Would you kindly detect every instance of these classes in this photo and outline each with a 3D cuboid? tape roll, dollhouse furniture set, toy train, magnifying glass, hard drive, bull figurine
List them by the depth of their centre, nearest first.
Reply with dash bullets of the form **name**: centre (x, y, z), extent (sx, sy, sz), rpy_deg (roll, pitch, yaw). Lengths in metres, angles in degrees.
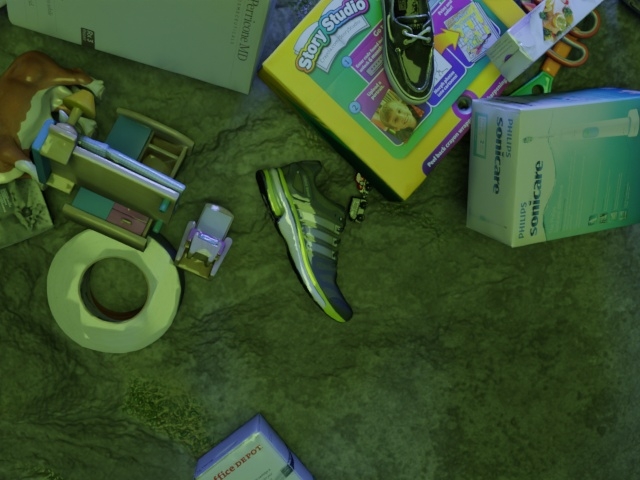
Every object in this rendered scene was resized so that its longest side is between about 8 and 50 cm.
- **dollhouse furniture set**: centre (-0.231, -0.111, 1.048), extent (0.286, 0.303, 0.198), rpy_deg (24, 71, -8)
- **bull figurine**: centre (-0.466, -0.159, 1.097), extent (0.188, 0.101, 0.311), rpy_deg (22, 68, 0)
- **hard drive**: centre (-0.581, -0.060, 1.177), extent (0.254, 0.054, 0.172), rpy_deg (-18, 99, -4)
- **tape roll**: centre (-0.342, 0.077, 1.211), extent (0.219, 0.072, 0.220), rpy_deg (-1, 98, -4)
- **toy train**: centre (0.077, -0.108, 1.246), extent (0.036, 0.027, 0.159), rpy_deg (15, 96, 3)
- **magnifying glass**: centre (0.382, -0.268, 1.250), extent (0.092, 0.026, 0.231), rpy_deg (30, 93, -8)

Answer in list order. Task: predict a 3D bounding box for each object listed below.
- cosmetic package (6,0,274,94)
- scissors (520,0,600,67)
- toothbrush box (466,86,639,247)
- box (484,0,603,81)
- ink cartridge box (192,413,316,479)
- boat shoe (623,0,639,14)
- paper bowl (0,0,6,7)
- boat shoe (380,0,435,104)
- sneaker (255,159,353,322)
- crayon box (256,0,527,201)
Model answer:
- **cosmetic package**: centre (-0.255, -0.387, 1.058), extent (0.384, 0.217, 0.156), rpy_deg (16, 58, -4)
- **scissors**: centre (0.343, -0.409, 1.216), extent (0.297, 0.021, 0.109), rpy_deg (33, 95, -4)
- **toothbrush box**: centre (0.394, -0.126, 1.164), extent (0.295, 0.126, 0.217), rpy_deg (-11, 111, -23)
- **box**: centre (0.385, -0.365, 1.137), extent (0.324, 0.067, 0.063), rpy_deg (-41, 92, -28)
- **ink cartridge box**: centre (-0.104, 0.440, 1.279), extent (0.153, 0.087, 0.208), rpy_deg (-37, 101, 1)
- **boat shoe**: centre (0.639, -0.378, 1.224), extent (0.285, 0.092, 0.103), rpy_deg (32, 63, -5)
- **paper bowl**: centre (-0.551, -0.470, 1.012), extent (0.148, 0.284, 0.285), rpy_deg (16, 97, 18)
- **boat shoe**: centre (0.131, -0.316, 1.078), extent (0.077, 0.070, 0.220), rpy_deg (-12, 95, -8)
- **sneaker**: centre (0.000, 0.000, 1.217), extent (0.121, 0.111, 0.300), rpy_deg (-24, 102, -6)
- **crayon box**: centre (0.132, -0.300, 1.170), extent (0.313, 0.106, 0.363), rpy_deg (43, 86, -8)
